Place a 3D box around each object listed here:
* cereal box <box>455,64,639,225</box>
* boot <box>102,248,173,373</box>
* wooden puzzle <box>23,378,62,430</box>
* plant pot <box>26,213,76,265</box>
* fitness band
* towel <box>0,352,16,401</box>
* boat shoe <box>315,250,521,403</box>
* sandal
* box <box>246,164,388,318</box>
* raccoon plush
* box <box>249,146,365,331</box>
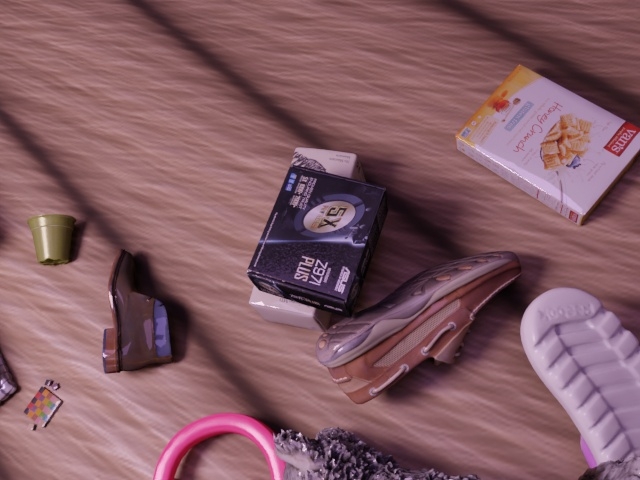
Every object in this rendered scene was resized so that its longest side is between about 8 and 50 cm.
[{"bbox_3d":[0.361,-0.156,0.998,0.240,0.047,0.173,38,80,26],"label":"cereal box"},{"bbox_3d":[-0.296,0.114,1.047,0.106,0.082,0.219,0,60,-10],"label":"boot"},{"bbox_3d":[-0.456,0.273,1.039,0.049,0.006,0.083,27,75,23],"label":"wooden puzzle"},{"bbox_3d":[-0.481,0.002,1.134,0.083,0.083,0.079,-10,77,10],"label":"plant pot"},{"bbox_3d":[-0.127,0.390,0.881,0.208,0.054,0.291,-16,64,4],"label":"fitness band"},{"bbox_3d":[-0.685,0.213,1.061,0.235,0.121,0.284,-38,63,-4],"label":"towel"},{"bbox_3d":[0.152,0.120,0.905,0.324,0.123,0.117,-28,96,-9],"label":"boat shoe"},{"bbox_3d":[0.389,0.249,0.784,0.169,0.102,0.417,-22,76,-12],"label":"sandal"},{"bbox_3d":[0.000,0.000,0.900,0.147,0.077,0.180,16,71,15],"label":"box"},{"bbox_3d":[0.157,0.289,0.769,0.446,0.216,0.299,-30,58,-1],"label":"raccoon plush"},{"bbox_3d":[-0.015,-0.004,1.001,0.113,0.094,0.275,8,68,16],"label":"box"}]
